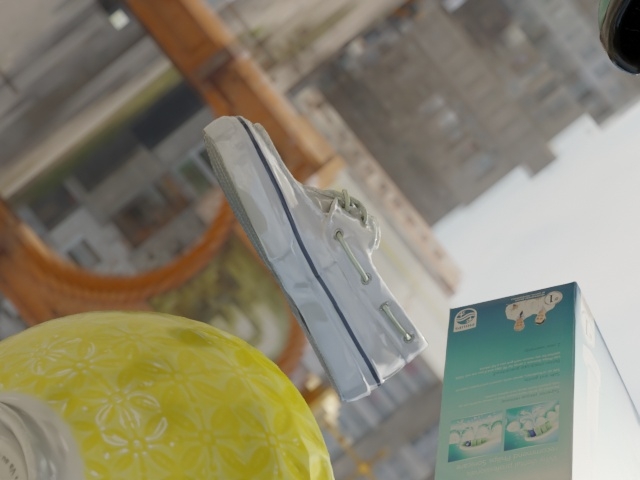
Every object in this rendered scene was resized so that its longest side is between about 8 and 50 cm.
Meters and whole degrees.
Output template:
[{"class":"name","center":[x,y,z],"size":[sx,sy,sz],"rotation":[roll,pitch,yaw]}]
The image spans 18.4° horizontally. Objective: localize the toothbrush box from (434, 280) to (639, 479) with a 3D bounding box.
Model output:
[{"class":"toothbrush box","center":[0.194,0.218,1.682],"size":[0.126,0.216,0.295],"rotation":[-14,-140,19]}]

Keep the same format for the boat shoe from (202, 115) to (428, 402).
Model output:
[{"class":"boat shoe","center":[0.000,0.000,1.241],"size":[0.076,0.226,0.083],"rotation":[-31,-142,-5]}]

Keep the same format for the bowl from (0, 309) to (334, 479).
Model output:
[{"class":"bowl","center":[-0.150,0.160,1.062],"size":[0.289,0.289,0.156],"rotation":[-38,145,13]}]

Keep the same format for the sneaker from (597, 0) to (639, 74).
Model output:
[{"class":"sneaker","center":[0.333,-0.243,1.566],"size":[0.302,0.108,0.121],"rotation":[-48,-163,37]}]
